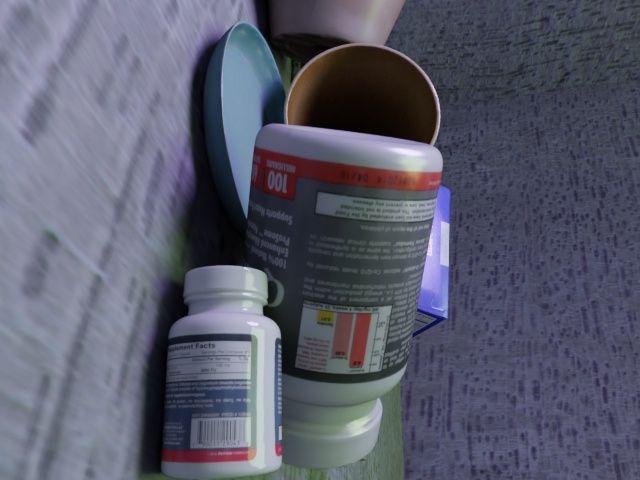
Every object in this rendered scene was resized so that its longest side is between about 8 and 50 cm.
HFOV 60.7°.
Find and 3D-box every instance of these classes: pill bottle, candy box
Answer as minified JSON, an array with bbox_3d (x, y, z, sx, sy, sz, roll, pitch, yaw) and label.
[{"bbox_3d":[0.010,0.058,0.640,0.210,0.210,0.363,-46,144,-74],"label":"pill bottle"},{"bbox_3d":[0.123,0.065,1.076,0.317,0.122,0.268,131,-26,-55],"label":"candy box"},{"bbox_3d":[-0.090,0.121,0.512,0.108,0.107,0.180,52,35,-68],"label":"pill bottle"}]

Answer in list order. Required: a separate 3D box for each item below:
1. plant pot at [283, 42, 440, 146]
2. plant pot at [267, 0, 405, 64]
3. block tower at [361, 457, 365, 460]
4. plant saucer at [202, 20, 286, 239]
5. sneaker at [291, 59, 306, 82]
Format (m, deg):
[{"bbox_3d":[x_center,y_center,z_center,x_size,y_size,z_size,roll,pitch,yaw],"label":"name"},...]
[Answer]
[{"bbox_3d":[0.064,-0.166,0.947,0.254,0.236,0.237,86,1,-77],"label":"plant pot"},{"bbox_3d":[0.031,-0.464,0.959,0.323,0.322,0.281,3,98,-78],"label":"plant pot"},{"bbox_3d":[0.007,0.290,0.925,0.336,0.090,0.097,69,20,-53],"label":"block tower"},{"bbox_3d":[-0.092,-0.134,0.762,0.317,0.043,0.318,-5,90,-77],"label":"plant saucer"},{"bbox_3d":[0.021,-0.293,1.105,0.102,0.146,0.294,53,33,-67],"label":"sneaker"}]
